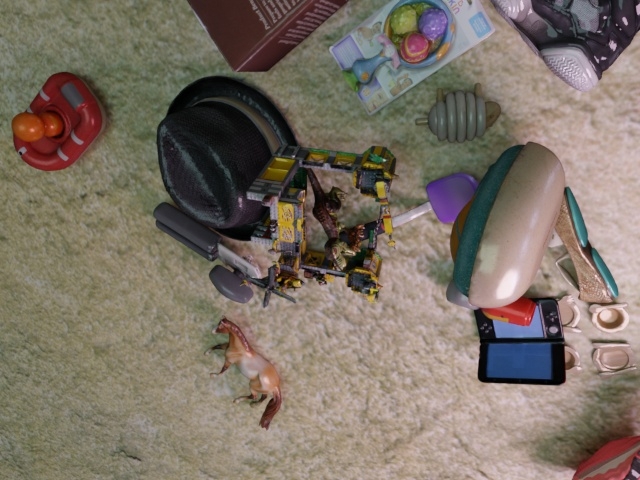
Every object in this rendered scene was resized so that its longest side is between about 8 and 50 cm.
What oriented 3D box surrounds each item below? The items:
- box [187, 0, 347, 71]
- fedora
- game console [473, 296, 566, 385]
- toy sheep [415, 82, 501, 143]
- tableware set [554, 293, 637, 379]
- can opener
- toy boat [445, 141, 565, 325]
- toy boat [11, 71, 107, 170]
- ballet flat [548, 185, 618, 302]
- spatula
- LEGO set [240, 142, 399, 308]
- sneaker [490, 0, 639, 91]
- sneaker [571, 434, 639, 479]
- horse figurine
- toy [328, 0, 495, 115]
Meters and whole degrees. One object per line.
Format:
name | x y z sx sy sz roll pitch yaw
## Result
box | -0.027 -0.453 0.730 0.381 0.143 0.191 -30 96 25
fedora | -0.198 -0.140 0.892 0.333 0.152 0.334 7 110 18
game console | 0.341 0.174 0.821 0.144 0.085 0.124 -8 105 32
toy sheep | 0.218 -0.198 0.752 0.132 0.091 0.091 -4 106 17
tableware set | 0.463 0.170 0.820 0.141 0.020 0.169 -8 105 23
can opener | -0.244 0.020 0.997 0.280 0.093 0.074 35 147 11
toy boat | 0.266 0.022 0.734 0.148 0.267 0.318 17 144 29
toy boat | -0.582 -0.244 1.003 0.231 0.151 0.151 -35 93 27
ballet flat | 0.407 0.014 0.763 0.067 0.073 0.206 -23 95 40
spatula | 0.148 -0.042 0.861 0.296 0.030 0.084 -20 103 26
LEGO set | 0.000 0.000 0.792 0.254 0.192 0.331 16 130 6
sneaker | 0.335 -0.350 0.650 0.268 0.101 0.153 45 117 -5
sneaker | 0.540 0.363 0.788 0.116 0.136 0.314 44 126 8
horse figurine | -0.170 0.302 1.084 0.263 0.066 0.174 49 123 2
toy | 0.137 -0.322 0.756 0.237 0.056 0.137 -30 97 27
